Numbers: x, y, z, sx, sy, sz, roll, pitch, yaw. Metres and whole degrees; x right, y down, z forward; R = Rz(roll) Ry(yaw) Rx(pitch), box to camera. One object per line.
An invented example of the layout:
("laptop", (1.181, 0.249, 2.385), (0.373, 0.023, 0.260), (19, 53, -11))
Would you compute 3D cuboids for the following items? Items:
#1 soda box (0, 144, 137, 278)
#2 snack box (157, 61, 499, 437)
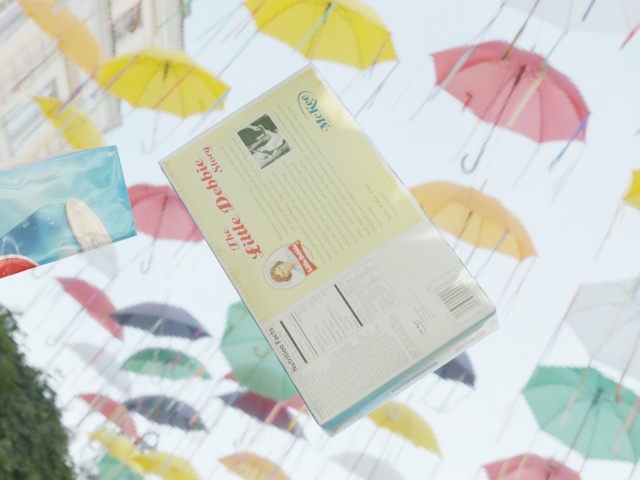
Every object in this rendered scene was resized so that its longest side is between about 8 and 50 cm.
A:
("soda box", (-0.235, -0.009, 0.684), (0.067, 0.210, 0.071), (1, -74, 49))
("snack box", (0.000, 0.000, 0.947), (0.322, 0.187, 0.060), (56, -2, 25))
